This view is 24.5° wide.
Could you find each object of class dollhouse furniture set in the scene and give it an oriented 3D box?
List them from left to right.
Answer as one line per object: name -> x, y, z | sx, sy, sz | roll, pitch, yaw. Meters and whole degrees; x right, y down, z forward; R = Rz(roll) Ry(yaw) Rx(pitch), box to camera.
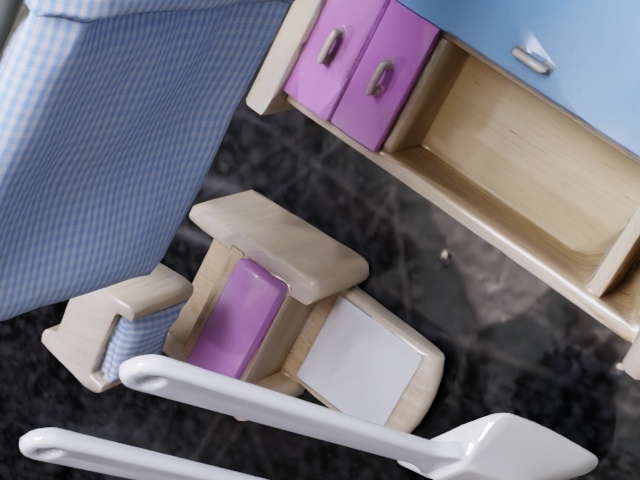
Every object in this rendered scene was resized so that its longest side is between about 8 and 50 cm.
dollhouse furniture set -> 0.000, 0.000, 0.478 | 0.198, 0.303, 0.286 | 37, 116, 19

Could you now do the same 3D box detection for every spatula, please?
spatula -> -0.021, 0.092, 0.563 | 0.168, 0.242, 0.019 | -28, 54, 34
